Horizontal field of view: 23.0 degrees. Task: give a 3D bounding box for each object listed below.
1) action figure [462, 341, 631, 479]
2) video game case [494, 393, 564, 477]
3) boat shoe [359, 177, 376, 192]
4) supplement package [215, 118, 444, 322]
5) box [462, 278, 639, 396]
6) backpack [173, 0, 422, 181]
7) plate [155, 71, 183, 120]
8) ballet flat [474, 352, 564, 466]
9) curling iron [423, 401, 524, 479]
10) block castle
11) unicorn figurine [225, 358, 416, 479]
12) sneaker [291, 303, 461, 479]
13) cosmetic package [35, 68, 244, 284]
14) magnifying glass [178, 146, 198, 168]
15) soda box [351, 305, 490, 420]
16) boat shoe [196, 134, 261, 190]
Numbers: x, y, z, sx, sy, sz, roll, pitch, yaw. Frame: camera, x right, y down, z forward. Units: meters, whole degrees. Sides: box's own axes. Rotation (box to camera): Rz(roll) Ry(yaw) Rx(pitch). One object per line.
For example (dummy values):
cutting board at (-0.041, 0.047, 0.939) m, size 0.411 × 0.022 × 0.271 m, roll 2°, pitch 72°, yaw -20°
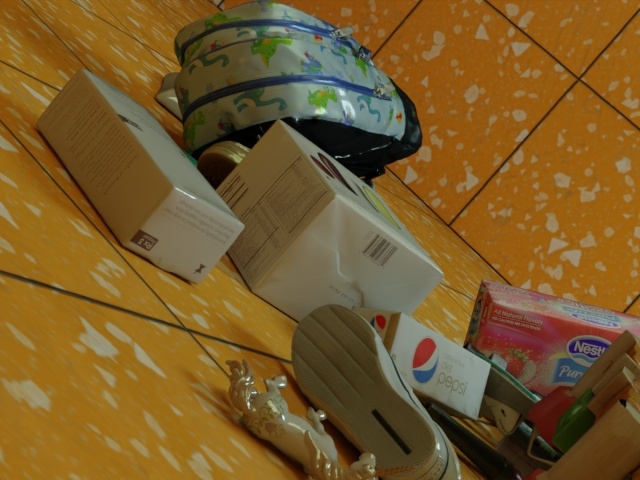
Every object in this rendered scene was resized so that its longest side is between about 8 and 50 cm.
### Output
action figure at (0.294, 0.235, 2.027) m, size 0.285 × 0.099 × 0.185 m, roll 31°, pitch 29°, yaw -2°
video game case at (0.265, 0.255, 1.921) m, size 0.087 × 0.011 × 0.122 m, roll 40°, pitch 51°, yaw 1°
boat shoe at (0.051, 0.002, 2.252) m, size 0.324 × 0.123 × 0.116 m, roll -100°, pitch 164°, yaw -71°
supplement package at (0.000, 0.000, 1.845) m, size 0.194 × 0.149 × 0.203 m, roll 35°, pitch 11°, yaw -35°
box at (0.354, 0.169, 2.179) m, size 0.299 × 0.154 × 0.142 m, roll 14°, pitch 11°, yaw -3°
backpack at (-0.058, -0.183, 2.146) m, size 0.355 × 0.290 × 0.273 m, roll -21°, pitch 99°, yaw -65°
plate at (-0.135, -0.169, 2.483) m, size 0.278 × 0.045 × 0.277 m, roll 40°, pitch 8°, yaw -10°
ballet flat at (0.253, 0.219, 1.890) m, size 0.213 × 0.068 × 0.072 m, roll 35°, pitch -9°, yaw 0°
curling iron at (0.220, 0.261, 1.824) m, size 0.274 × 0.068 × 0.035 m, roll 33°, pitch -18°, yaw -20°
block castle at (0.342, 0.290, 1.623) m, size 0.303 × 0.213 × 0.453 m, roll 43°, pitch 13°, yaw 4°
unicorn figurine at (-0.012, 0.162, 1.303) m, size 0.161 × 0.060 × 0.111 m, roll 23°, pitch 12°, yaw -11°
sneaker at (0.049, 0.163, 1.499) m, size 0.091 × 0.094 × 0.258 m, roll 58°, pitch -1°, yaw -42°
cosmetic package at (-0.184, -0.067, 1.587) m, size 0.117 × 0.085 × 0.231 m, roll 31°, pitch 12°, yaw -48°
magnifying glass at (-0.142, -0.075, 2.026) m, size 0.231 × 0.026 × 0.092 m, roll 35°, pitch 10°, yaw -43°
soda box at (0.110, 0.142, 1.795) m, size 0.069 × 0.074 × 0.216 m, roll 6°, pitch -16°, yaw 37°
boat shoe at (-0.039, -0.052, 2.003) m, size 0.104 × 0.089 × 0.285 m, roll -9°, pitch -37°, yaw 46°
